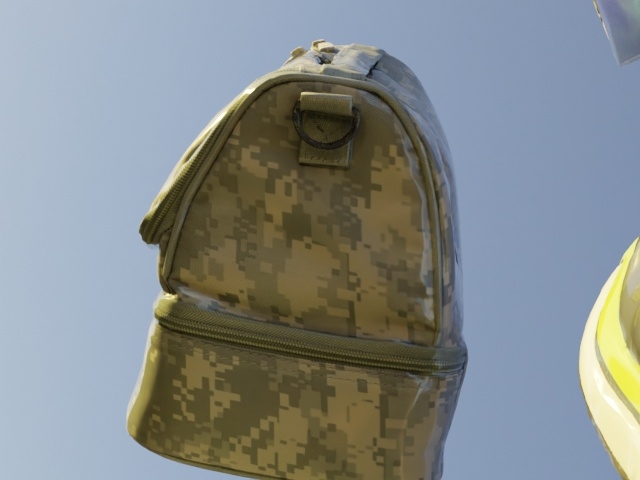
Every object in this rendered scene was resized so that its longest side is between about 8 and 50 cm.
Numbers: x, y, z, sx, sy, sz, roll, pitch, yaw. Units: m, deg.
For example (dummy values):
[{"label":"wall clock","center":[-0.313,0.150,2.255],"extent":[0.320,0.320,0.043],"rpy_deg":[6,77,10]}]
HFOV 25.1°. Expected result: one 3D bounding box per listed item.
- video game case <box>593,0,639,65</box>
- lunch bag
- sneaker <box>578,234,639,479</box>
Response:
[{"label":"video game case","center":[0.281,-0.171,0.697],"extent":[0.269,0.244,0.061],"rpy_deg":[179,-110,-86]},{"label":"lunch bag","center":[0.000,0.000,0.963],"extent":[0.212,0.305,0.256],"rpy_deg":[12,-80,3]},{"label":"sneaker","center":[0.136,0.035,0.376],"extent":[0.111,0.300,0.121],"rpy_deg":[21,-64,1]}]
